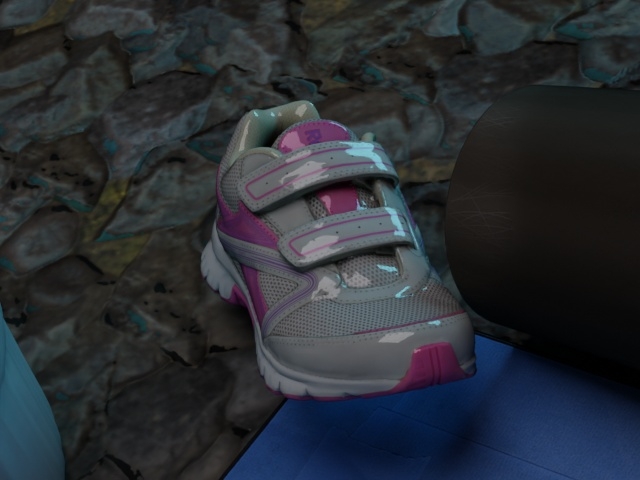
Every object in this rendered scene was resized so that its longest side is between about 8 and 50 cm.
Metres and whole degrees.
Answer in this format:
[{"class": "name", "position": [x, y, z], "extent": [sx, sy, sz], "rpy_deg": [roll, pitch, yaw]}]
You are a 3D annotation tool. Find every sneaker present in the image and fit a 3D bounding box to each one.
[{"class": "sneaker", "position": [0.000, 0.000, 0.932], "extent": [0.103, 0.111, 0.252], "rpy_deg": [-11, 26, -23]}]

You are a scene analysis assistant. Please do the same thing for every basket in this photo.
[{"class": "basket", "position": [0.184, 0.000, 0.857], "extent": [0.226, 0.154, 0.204], "rpy_deg": [12, 9, 42]}]

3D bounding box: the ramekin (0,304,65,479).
[{"class": "ramekin", "position": [-0.273, 0.125, 0.965], "extent": [0.277, 0.135, 0.277], "rpy_deg": [-13, 44, 13]}]

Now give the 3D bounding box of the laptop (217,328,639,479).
[{"class": "laptop", "position": [0.018, 0.150, 0.737], "extent": [0.382, 0.408, 0.236], "rpy_deg": [17, 90, 38]}]
